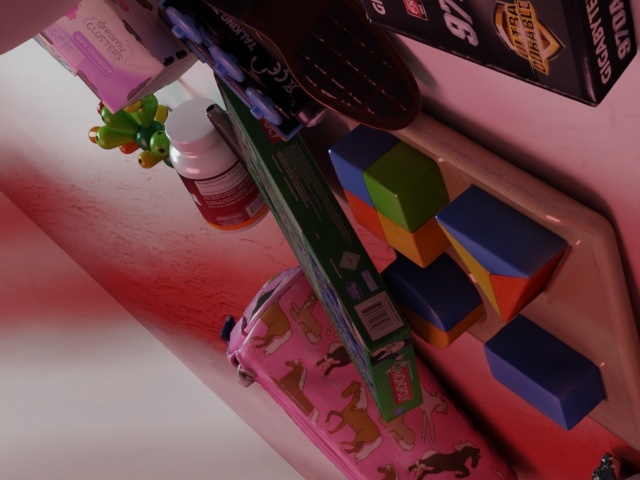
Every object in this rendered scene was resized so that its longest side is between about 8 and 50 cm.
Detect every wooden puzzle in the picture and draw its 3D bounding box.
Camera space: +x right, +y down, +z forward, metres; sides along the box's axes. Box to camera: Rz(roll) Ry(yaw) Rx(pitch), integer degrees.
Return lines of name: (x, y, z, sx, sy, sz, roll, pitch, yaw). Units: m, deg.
wooden puzzle: (0.134, 0.032, 1.371, 0.322, 0.080, 0.348, 35, 162, 41)

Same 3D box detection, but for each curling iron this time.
curling iron: (-0.033, -0.046, 1.751, 0.274, 0.035, 0.068, 52, 169, -24)

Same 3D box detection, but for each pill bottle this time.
pill bottle: (-0.113, -0.084, 1.784, 0.086, 0.086, 0.152, 36, 162, 39)

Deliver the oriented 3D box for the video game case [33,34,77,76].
video game case: (-0.395, -0.320, 2.107, 0.201, 0.023, 0.183, 41, 165, 23)

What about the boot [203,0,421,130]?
boot: (-0.001, -0.163, 1.303, 0.219, 0.082, 0.106, 41, -173, 10)

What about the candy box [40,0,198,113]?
candy box: (-0.192, -0.214, 1.502, 0.165, 0.070, 0.196, 49, -161, -3)

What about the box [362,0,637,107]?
box: (0.082, -0.186, 0.923, 0.175, 0.051, 0.220, 26, 157, 31)

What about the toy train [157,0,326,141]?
toy train: (-0.066, -0.169, 1.432, 0.184, 0.080, 0.105, 45, 175, -2)

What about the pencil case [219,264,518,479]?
pencil case: (0.060, 0.200, 1.865, 0.386, 0.167, 0.160, 47, -170, -6)

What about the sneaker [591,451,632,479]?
sneaker: (0.310, 0.298, 1.596, 0.122, 0.110, 0.283, 22, 160, 20)

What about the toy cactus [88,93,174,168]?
toy cactus: (-0.174, -0.118, 1.899, 0.180, 0.112, 0.219, 32, 170, -22)

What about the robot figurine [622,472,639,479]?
robot figurine: (0.335, 0.311, 1.288, 0.353, 0.199, 0.300, 30, 136, 52)

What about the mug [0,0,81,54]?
mug: (-0.288, -0.348, 1.276, 0.328, 0.276, 0.374, 46, -162, 7)

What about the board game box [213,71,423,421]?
board game box: (0.000, 0.000, 1.546, 0.317, 0.046, 0.213, 61, 176, 23)
